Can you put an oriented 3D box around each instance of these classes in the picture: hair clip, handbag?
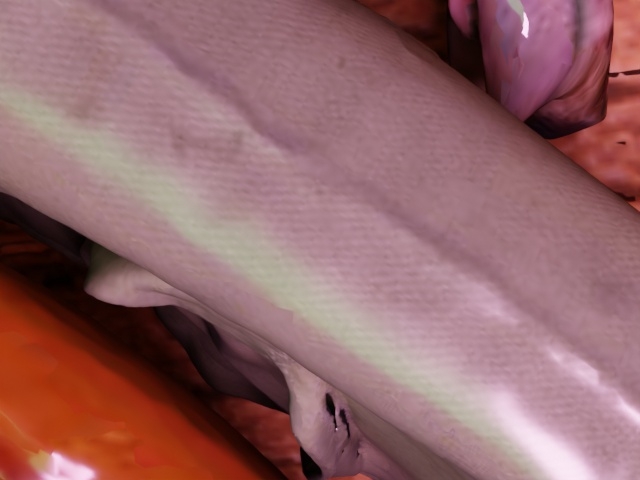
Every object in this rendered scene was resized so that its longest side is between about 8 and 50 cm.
[{"bbox_3d":[0.045,-0.152,0.505,0.173,0.069,0.300,0,118,16],"label":"hair clip"},{"bbox_3d":[-0.003,-0.001,0.534,0.316,0.109,0.253,34,170,1],"label":"handbag"}]

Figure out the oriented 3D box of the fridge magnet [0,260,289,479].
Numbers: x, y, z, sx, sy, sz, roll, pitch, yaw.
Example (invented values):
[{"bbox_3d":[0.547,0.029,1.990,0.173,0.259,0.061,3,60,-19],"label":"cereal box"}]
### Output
[{"bbox_3d":[-0.107,0.116,0.618,0.364,0.155,0.363,30,156,15],"label":"fridge magnet"}]
